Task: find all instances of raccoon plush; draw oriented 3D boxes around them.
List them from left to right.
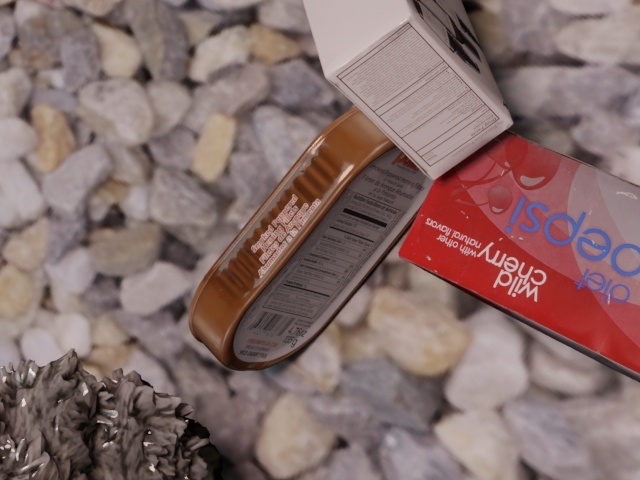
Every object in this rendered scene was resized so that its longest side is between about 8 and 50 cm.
[{"bbox_3d":[-0.164,0.282,0.836,0.446,0.216,0.299,-59,35,38],"label":"raccoon plush"}]

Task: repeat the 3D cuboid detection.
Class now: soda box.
[{"bbox_3d":[0.176,0.028,0.774,0.263,0.083,0.092,27,92,33],"label":"soda box"}]

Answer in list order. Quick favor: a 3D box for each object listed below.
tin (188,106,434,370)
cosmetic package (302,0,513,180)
[{"bbox_3d":[0.000,0.000,0.875,0.040,0.106,0.189,44,102,23],"label":"tin"},{"bbox_3d":[0.033,-0.149,0.845,0.060,0.099,0.239,-34,40,17],"label":"cosmetic package"}]
